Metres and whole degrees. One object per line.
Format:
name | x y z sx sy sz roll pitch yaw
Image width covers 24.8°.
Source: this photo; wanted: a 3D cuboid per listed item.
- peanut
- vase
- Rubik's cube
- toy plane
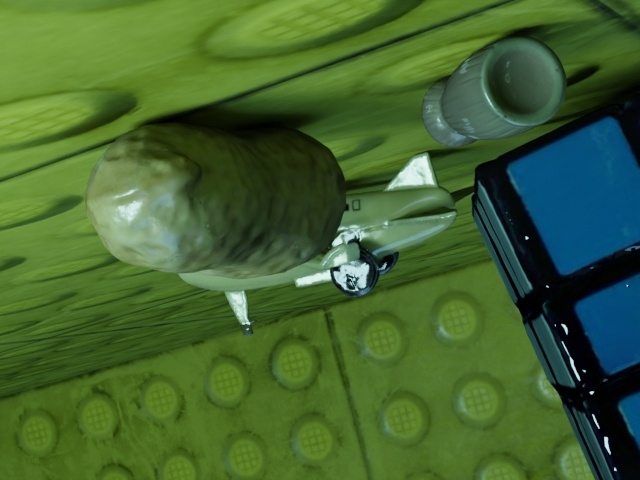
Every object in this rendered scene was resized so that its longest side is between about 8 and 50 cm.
peanut | -0.056 -0.021 0.835 0.100 0.099 0.214 -17 175 22
vase | 0.095 -0.082 0.833 0.053 0.053 0.101 -13 179 -19
Rubik's cube | 0.291 0.027 1.068 0.288 0.283 0.293 -26 171 5
toy plane | 0.000 0.000 1.201 0.256 0.104 0.242 -23 -173 19
